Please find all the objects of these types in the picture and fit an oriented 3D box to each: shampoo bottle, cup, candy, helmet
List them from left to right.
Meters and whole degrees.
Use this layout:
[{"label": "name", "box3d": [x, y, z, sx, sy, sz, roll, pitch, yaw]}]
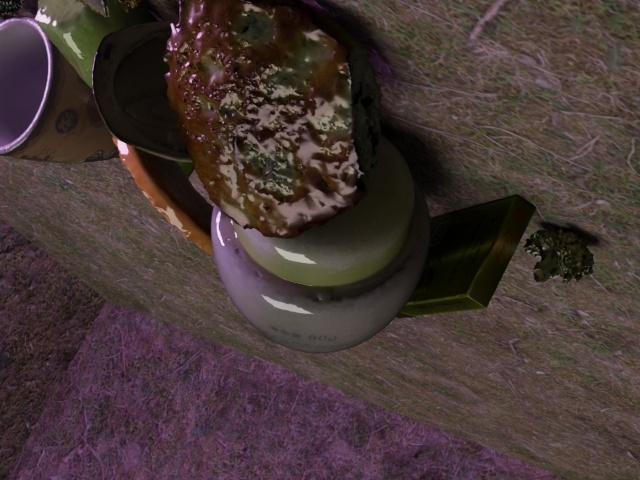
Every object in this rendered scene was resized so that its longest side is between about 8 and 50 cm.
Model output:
[{"label": "cup", "box3d": [-0.437, -0.252, 2.265, 0.257, 0.227, 0.301, 15, -146, -50]}, {"label": "candy", "box3d": [-0.283, -0.263, 2.041, 0.132, 0.142, 0.343, 30, 169, 41]}, {"label": "helmet", "box3d": [-0.222, -0.199, 1.940, 0.257, 0.204, 0.137, 0, 169, -29]}, {"label": "shampoo bottle", "box3d": [0.000, 0.000, 2.023, 0.322, 0.322, 0.317, 24, 145, 16]}]

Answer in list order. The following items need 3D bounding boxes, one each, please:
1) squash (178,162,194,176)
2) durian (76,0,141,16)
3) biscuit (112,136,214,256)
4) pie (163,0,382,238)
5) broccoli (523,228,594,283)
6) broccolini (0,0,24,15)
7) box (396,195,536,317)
[{"label": "squash", "box3d": [-0.270, -0.154, 2.459, 0.101, 0.101, 0.379, 29, 161, -5]}, {"label": "durian", "box3d": [-0.278, -0.384, 1.626, 0.193, 0.138, 0.237, 30, 168, 6]}, {"label": "biscuit", "box3d": [-0.236, -0.088, 2.127, 0.309, 0.040, 0.204, 53, -167, 3]}, {"label": "pie", "box3d": [-0.067, -0.172, 1.777, 0.288, 0.103, 0.355, 4, 115, 27]}, {"label": "broccoli", "box3d": [0.342, 0.024, 1.983, 0.097, 0.092, 0.095, 57, 154, 8]}, {"label": "broccolini", "box3d": [-0.605, -0.412, 2.287, 0.078, 0.074, 0.392, -15, -163, -38]}, {"label": "box", "box3d": [0.205, 0.031, 2.084, 0.043, 0.173, 0.311, 33, 164, -14]}]
